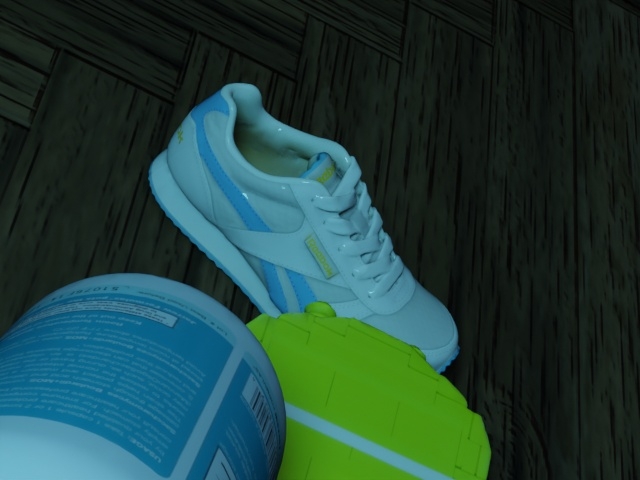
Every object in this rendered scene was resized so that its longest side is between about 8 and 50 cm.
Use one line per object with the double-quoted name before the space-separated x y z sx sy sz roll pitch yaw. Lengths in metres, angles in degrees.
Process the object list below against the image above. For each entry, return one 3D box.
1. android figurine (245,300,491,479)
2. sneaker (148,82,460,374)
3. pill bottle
"android figurine" 0.000 0.149 0.804 0.248 0.056 0.273 25 48 -11
"sneaker" 0.000 0.000 0.921 0.229 0.092 0.087 40 39 -2
"pill bottle" -0.101 0.116 0.587 0.146 0.146 0.264 37 17 -4
